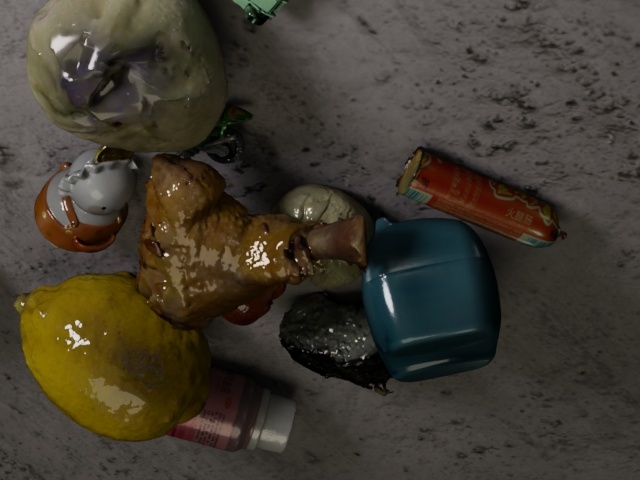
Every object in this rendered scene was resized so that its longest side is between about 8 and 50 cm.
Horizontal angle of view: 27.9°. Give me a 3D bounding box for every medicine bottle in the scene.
[{"bbox_3d":[-0.174,0.307,2.333,0.247,0.147,0.147,15,141,-5],"label":"medicine bottle"}]

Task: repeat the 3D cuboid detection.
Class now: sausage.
[{"bbox_3d":[0.239,-0.051,1.846,0.264,0.083,0.083,22,140,-14],"label":"sausage"}]

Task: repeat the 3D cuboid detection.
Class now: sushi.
[{"bbox_3d":[0.042,0.159,2.115,0.212,0.147,0.115,7,151,34],"label":"sushi"}]

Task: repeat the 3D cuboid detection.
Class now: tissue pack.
[{"bbox_3d":[0.161,0.079,1.894,0.198,0.206,0.287,-11,162,5],"label":"tissue pack"}]

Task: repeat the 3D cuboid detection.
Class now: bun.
[{"bbox_3d":[0.000,0.000,1.937,0.164,0.111,0.188,9,144,13],"label":"bun"},{"bbox_3d":[-0.256,-0.221,1.669,0.272,0.168,0.273,6,126,8],"label":"bun"}]

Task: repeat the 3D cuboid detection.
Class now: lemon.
[{"bbox_3d":[-0.340,0.191,2.143,0.316,0.285,0.285,22,145,21],"label":"lemon"}]

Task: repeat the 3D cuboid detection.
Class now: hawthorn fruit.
[{"bbox_3d":[-0.128,0.060,2.038,0.138,0.133,0.133,39,136,-8],"label":"hawthorn fruit"}]

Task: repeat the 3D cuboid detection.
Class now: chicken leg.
[{"bbox_3d":[-0.124,-0.007,1.807,0.409,0.182,0.295,-4,128,35],"label":"chicken leg"}]

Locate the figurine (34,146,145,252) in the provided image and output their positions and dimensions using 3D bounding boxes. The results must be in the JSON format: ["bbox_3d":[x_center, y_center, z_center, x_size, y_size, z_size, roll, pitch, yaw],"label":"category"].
[{"bbox_3d":[-0.341,-0.076,1.917,0.143,0.143,0.271,19,130,-9],"label":"figurine"}]

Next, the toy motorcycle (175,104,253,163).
[{"bbox_3d":[-0.195,-0.169,1.819,0.190,0.074,0.106,15,133,-4],"label":"toy motorcycle"}]

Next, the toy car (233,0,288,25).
[{"bbox_3d":[-0.105,-0.331,1.604,0.143,0.054,0.073,31,136,-17],"label":"toy car"}]
